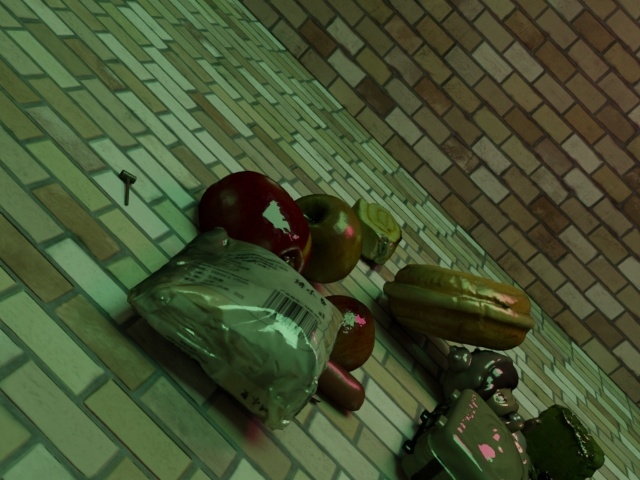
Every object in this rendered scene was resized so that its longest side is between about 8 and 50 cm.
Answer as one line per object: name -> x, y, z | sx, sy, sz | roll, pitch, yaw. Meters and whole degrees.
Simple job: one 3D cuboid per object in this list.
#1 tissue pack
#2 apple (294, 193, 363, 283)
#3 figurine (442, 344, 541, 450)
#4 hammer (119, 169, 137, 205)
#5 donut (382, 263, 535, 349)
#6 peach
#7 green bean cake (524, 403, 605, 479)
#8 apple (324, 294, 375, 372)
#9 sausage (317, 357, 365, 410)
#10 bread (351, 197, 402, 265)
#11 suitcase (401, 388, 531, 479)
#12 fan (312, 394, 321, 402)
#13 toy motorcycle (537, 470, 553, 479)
tissue pack -> -0.141, 0.137, 1.452 | 0.375, 0.195, 0.390 | 38, 23, 1
apple -> 0.000, 0.000, 1.986 | 0.207, 0.237, 0.237 | 73, -7, -50
figurine -> 0.467, 0.462, 2.066 | 0.248, 0.203, 0.381 | 10, 51, -47
hammer -> -0.423, -0.111, 1.657 | 0.035, 0.019, 0.110 | 32, 30, -33
donut -> 0.396, 0.193, 2.198 | 0.449, 0.198, 0.449 | 14, -2, 1
peach -> -0.145, -0.050, 1.808 | 0.257, 0.201, 0.362 | 22, 30, -45
green bean cake -> 0.681, 0.602, 2.182 | 0.113, 0.200, 0.214 | 33, 18, -52
apple -> 0.039, 0.213, 1.769 | 0.173, 0.160, 0.195 | 2, 36, -32
sausage -> 0.021, 0.301, 1.654 | 0.194, 0.077, 0.077 | 42, 20, -14
bread -> 0.170, -0.022, 2.492 | 0.186, 0.124, 0.257 | 32, 24, -16
suitcase -> 0.368, 0.526, 1.726 | 0.339, 0.194, 0.351 | 51, 21, 7
fan -> -0.132, 0.260, 1.517 | 0.294, 0.012, 0.223 | 46, 20, 3
toy motorcycle -> 0.609, 0.684, 1.896 | 0.207, 0.134, 0.401 | 62, 1, 42
